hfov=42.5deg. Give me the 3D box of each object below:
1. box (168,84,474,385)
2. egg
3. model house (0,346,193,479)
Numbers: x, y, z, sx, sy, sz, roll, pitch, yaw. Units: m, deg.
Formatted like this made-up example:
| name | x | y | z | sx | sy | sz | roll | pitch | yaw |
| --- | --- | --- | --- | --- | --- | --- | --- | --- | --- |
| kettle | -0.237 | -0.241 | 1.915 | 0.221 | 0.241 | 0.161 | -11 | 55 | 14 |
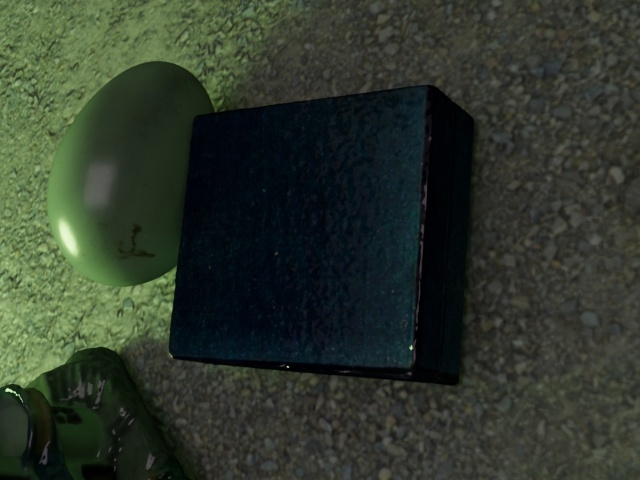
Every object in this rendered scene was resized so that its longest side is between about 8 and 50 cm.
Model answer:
| name | x | y | z | sx | sy | sz | roll | pitch | yaw |
| --- | --- | --- | --- | --- | --- | --- | --- | --- | --- |
| box | 0.000 | 0.000 | 0.814 | 0.279 | 0.116 | 0.261 | -1 | 77 | 34 |
| egg | -0.204 | -0.077 | 0.927 | 0.183 | 0.183 | 0.264 | 10 | 77 | 35 |
| model house | -0.336 | 0.237 | 0.842 | 0.194 | 0.325 | 0.267 | -53 | 52 | 13 |
